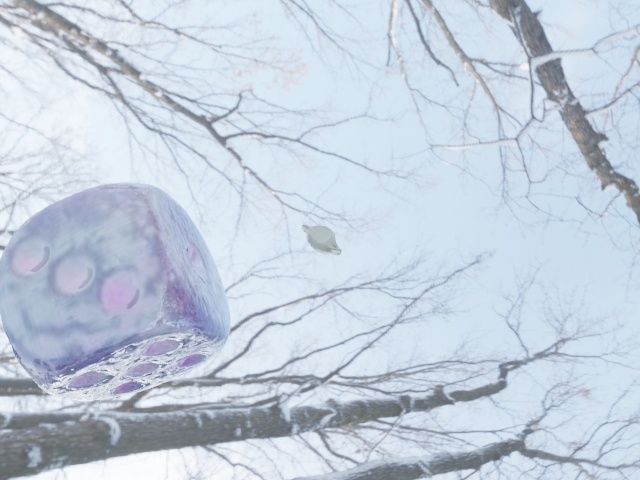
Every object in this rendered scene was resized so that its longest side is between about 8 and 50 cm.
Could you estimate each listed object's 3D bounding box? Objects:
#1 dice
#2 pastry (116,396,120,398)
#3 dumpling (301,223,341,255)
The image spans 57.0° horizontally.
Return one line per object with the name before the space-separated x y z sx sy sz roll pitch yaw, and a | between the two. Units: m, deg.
dice | -0.321 0.086 0.957 0.271 0.270 0.270 -24 -113 2
pastry | -0.457 0.217 1.287 0.121 0.257 0.235 -6 -71 62
dumpling | -0.001 0.002 1.076 0.057 0.076 0.052 117 -22 -57
